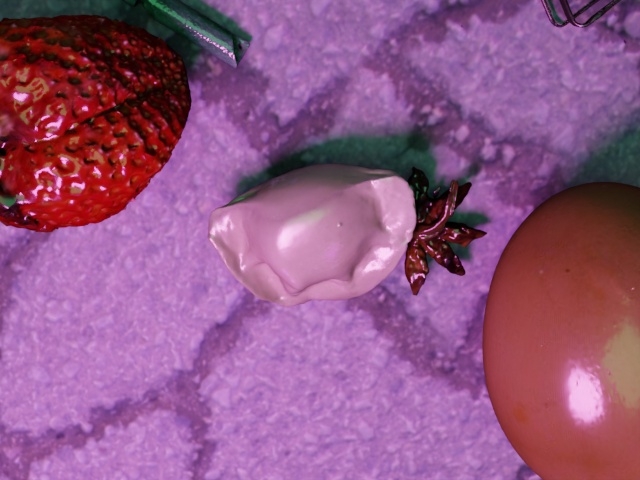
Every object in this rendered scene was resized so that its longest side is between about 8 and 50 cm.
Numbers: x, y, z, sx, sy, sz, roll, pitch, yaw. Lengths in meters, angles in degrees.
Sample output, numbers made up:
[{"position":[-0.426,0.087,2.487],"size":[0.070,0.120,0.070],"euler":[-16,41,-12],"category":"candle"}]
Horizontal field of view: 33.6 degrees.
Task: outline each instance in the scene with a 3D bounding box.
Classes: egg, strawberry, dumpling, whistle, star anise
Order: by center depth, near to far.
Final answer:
[{"position":[-0.290,-0.145,1.207],"size":[0.288,0.238,0.250],"euler":[-36,107,-20],"category":"strawberry"},{"position":[0.337,0.119,1.211],"size":[0.301,0.301,0.374],"euler":[-3,95,2],"category":"egg"},{"position":[-0.173,-0.268,1.267],"size":[0.186,0.039,0.039],"euler":[31,102,-6],"category":"whistle"},{"position":[0.000,0.000,1.280],"size":[0.252,0.131,0.179],"euler":[-17,113,9],"category":"dumpling"},{"position":[0.122,-0.013,1.311],"size":[0.168,0.057,0.168],"euler":[3,111,7],"category":"star anise"}]

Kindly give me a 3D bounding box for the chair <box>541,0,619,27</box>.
[{"position":[0.272,-0.365,1.183],"size":[0.145,0.140,0.221],"euler":[-36,98,8],"category":"chair"}]
